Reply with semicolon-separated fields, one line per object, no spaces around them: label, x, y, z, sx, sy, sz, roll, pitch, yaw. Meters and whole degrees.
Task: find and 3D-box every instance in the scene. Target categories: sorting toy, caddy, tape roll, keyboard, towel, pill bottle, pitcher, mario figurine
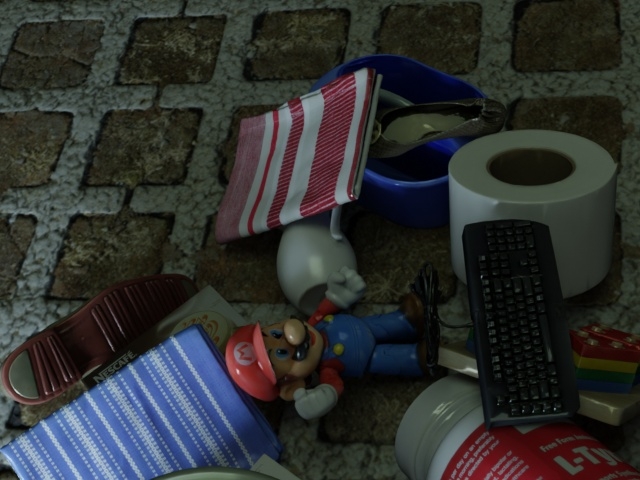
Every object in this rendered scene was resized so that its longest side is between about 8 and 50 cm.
sorting toy;0.326;0.154;1.772;0.257;0.255;0.089;18;99;25
caddy;0.131;-0.178;2.128;0.341;0.179;0.241;28;64;30
tape roll;0.314;-0.040;1.933;0.246;0.169;0.246;-3;30;2
keyboard;0.218;0.103;1.686;0.202;0.033;0.317;-10;50;9
towel;-0.041;-0.132;2.063;0.329;0.037;0.237;-17;53;46
towel;-0.247;0.302;1.839;0.336;0.040;0.243;-33;94;-12
pill bottle;0.279;0.340;1.631;0.229;0.229;0.408;-36;41;-15
pitcher;0.000;0.000;2.028;0.125;0.177;0.207;12;43;-25
mario figurine;0.021;0.145;1.861;0.321;0.170;0.198;-7;18;-19

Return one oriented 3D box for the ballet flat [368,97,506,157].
ballet flat;0.163;-0.181;1.997;0.250;0.058;0.084;-7;70;5

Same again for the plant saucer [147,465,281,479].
plant saucer;-0.130;0.479;1.565;0.400;0.100;0.400;0;95;-2

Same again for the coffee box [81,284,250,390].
coffee box;-0.215;0.203;1.961;0.246;0.098;0.141;-36;51;-15

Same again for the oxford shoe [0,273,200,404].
oxford shoe;-0.353;0.146;2.030;0.348;0.130;0.123;-23;94;-27

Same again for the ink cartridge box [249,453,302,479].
ink cartridge box;-0.004;0.402;1.733;0.231;0.134;0.078;30;64;30
